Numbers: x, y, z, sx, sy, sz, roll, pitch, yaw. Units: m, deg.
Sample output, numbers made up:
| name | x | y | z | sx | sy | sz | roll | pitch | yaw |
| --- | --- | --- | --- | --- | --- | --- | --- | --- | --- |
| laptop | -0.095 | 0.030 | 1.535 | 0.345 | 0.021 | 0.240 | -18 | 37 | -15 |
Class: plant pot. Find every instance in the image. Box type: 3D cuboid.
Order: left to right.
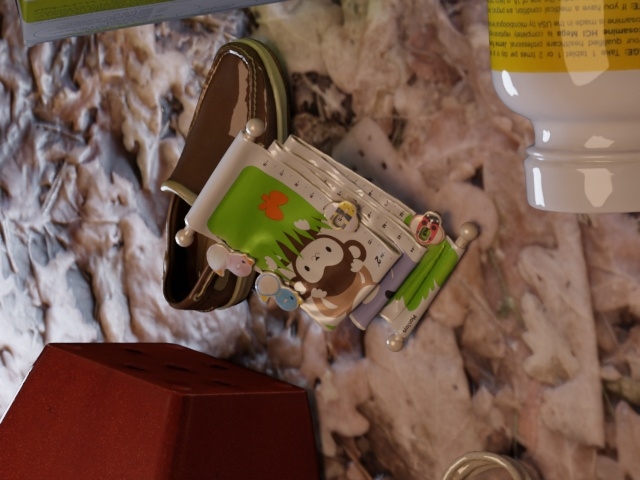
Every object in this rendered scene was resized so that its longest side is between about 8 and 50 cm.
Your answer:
| name | x | y | z | sx | sy | sz | roll | pitch | yaw |
| --- | --- | --- | --- | --- | --- | --- | --- | --- | --- |
| plant pot | -0.153 | 0.225 | 1.747 | 0.267 | 0.267 | 0.235 | 15 | 97 | 38 |

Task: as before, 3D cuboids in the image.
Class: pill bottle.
| name | x | y | z | sx | sy | sz | roll | pitch | yaw |
| --- | --- | --- | --- | --- | --- | --- | --- | --- | --- |
| pill bottle | 0.212 | -0.193 | 1.379 | 0.188 | 0.188 | 0.334 | 4 | 101 | 40 |

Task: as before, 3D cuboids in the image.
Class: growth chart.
| name | x | y | z | sx | sy | sz | roll | pitch | yaw |
| --- | --- | --- | --- | --- | --- | --- | --- | --- | --- |
| growth chart | 0.000 | 0.000 | 1.658 | 0.237 | 0.021 | 0.172 | 28 | 121 | 5 |

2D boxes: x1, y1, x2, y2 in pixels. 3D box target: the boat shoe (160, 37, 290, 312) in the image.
| name | x | y | z | sx | sy | sz | roll | pitch | yaw |
| --- | --- | --- | --- | --- | --- | --- | --- | --- | --- |
| boat shoe | -0.093 | -0.053 | 1.729 | 0.095 | 0.095 | 0.257 | 19 | 111 | 36 |

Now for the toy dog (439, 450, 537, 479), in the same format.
| name | x | y | z | sx | sy | sz | roll | pitch | yaw |
| --- | --- | --- | --- | --- | --- | --- | --- | --- | --- |
| toy dog | 0.051 | 0.328 | 1.576 | 0.334 | 0.161 | 0.220 | -24 | 89 | 21 |

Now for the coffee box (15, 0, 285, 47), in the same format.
| name | x | y | z | sx | sy | sz | roll | pitch | yaw |
| --- | --- | --- | --- | --- | --- | --- | --- | --- | --- |
| coffee box | -0.092 | -0.350 | 1.428 | 0.334 | 0.338 | 0.337 | 177 | 82 | -82 |
